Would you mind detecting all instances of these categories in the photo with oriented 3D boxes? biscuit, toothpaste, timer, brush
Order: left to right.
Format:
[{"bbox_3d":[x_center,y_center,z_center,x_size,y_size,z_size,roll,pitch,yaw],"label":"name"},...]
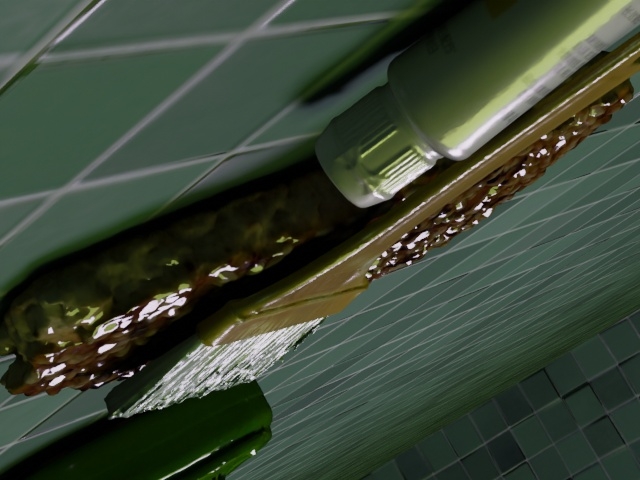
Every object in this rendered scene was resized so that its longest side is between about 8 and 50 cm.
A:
[{"bbox_3d":[-0.089,0.113,0.797,0.140,0.047,0.128,-26,170,-24],"label":"timer"},{"bbox_3d":[-0.008,0.006,0.550,0.237,0.026,0.131,-24,168,-35],"label":"biscuit"},{"bbox_3d":[0.029,-0.009,0.483,0.205,0.011,0.083,-37,167,26],"label":"brush"},{"bbox_3d":[0.078,-0.070,0.405,0.190,0.031,0.048,-37,166,18],"label":"toothpaste"}]
